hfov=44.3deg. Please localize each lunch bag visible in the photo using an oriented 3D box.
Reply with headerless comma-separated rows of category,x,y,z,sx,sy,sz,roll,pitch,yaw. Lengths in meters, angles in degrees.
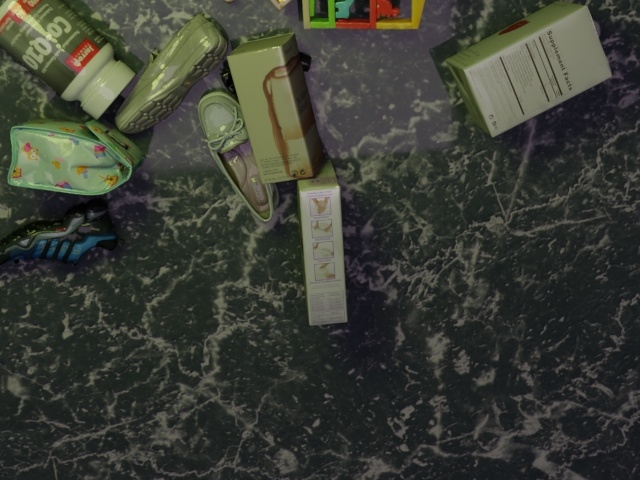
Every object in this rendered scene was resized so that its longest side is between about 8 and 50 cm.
lunch bag,-0.528,-0.188,1.733,0.262,0.223,0.160,5,103,-8

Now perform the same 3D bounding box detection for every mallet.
mallet,-0.079,-0.345,1.820,0.062,0.039,0.190,18,112,-11

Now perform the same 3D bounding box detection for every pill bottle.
pill bottle,-0.548,-0.403,1.685,0.283,0.161,0.161,41,102,-17

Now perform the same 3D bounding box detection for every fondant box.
fondant box,0.000,0.000,1.844,0.096,0.238,0.330,-6,111,-2

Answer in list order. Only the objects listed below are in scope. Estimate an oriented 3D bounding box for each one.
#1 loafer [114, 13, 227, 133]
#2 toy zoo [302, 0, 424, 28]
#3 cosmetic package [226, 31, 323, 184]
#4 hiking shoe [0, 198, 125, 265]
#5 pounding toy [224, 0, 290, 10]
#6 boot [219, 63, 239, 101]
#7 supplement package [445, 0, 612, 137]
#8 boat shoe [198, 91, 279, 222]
loafer,-0.346,-0.368,1.758,0.319,0.112,0.111,-41,73,11
toy zoo,0.106,-0.537,1.639,0.293,0.030,0.192,3,126,7
cosmetic package,-0.094,-0.293,1.748,0.129,0.153,0.296,-8,115,15
hiking shoe,-0.629,0.015,1.859,0.304,0.113,0.132,-20,110,2
pounding toy,-0.132,-0.582,1.692,0.206,0.094,0.181,-40,109,9
boot,-0.185,-0.345,1.773,0.045,0.099,0.121,-28,110,7
supplement package,0.463,-0.390,1.773,0.292,0.177,0.175,-27,110,5
boat shoe,-0.185,-0.192,1.827,0.118,0.103,0.320,-21,111,3
